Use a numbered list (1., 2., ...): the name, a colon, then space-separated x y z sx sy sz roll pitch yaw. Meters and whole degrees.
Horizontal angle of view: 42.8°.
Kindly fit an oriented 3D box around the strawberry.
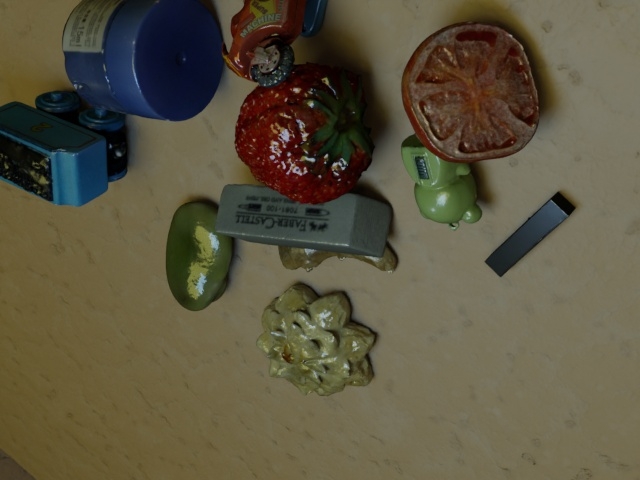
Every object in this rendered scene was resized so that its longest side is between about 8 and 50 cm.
1. strawberry: -0.048 -0.194 1.518 0.288 0.239 0.249 -7 72 45

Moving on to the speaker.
1. speaker: 0.373 -0.009 1.466 0.046 0.040 0.191 46 133 7

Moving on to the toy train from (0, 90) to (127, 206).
1. toy train: -0.601 -0.215 1.886 0.300 0.265 0.187 22 126 22

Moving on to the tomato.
1. tomato: 0.244 -0.234 1.339 0.236 0.237 0.095 54 175 -3

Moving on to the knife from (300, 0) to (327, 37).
1. knife: 0.003 -0.480 1.466 0.058 0.032 0.244 37 127 23

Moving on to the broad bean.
1. broad bean: -0.285 0.031 1.923 0.189 0.121 0.263 23 112 30

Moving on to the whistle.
1. whistle: 0.210 -0.144 1.455 0.131 0.106 0.288 8 123 45

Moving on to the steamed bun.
1. steamed bun: -0.020 0.240 1.829 0.295 0.137 0.292 43 129 9

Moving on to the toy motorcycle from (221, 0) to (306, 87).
1. toy motorcycle: -0.099 -0.391 1.444 0.171 0.298 0.089 -16 149 41

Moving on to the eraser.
1. eraser: -0.038 -0.044 1.649 0.353 0.077 0.111 6 77 23

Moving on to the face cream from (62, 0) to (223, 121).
1. face cream: -0.356 -0.372 1.635 0.225 0.249 0.248 15 124 34

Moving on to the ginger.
1. ginger: 0.000 0.000 1.710 0.334 0.081 0.147 12 85 23
